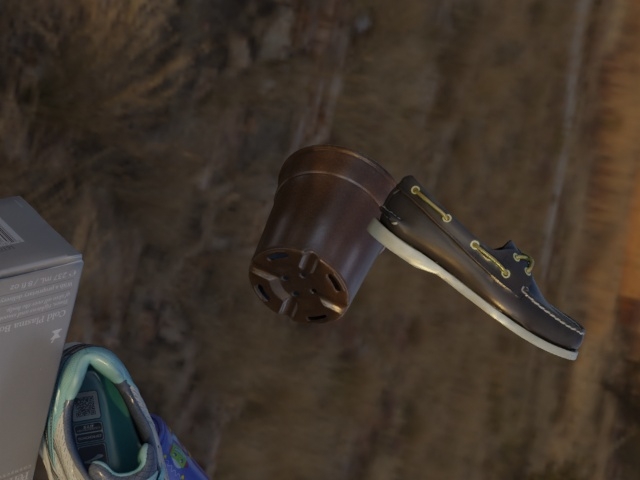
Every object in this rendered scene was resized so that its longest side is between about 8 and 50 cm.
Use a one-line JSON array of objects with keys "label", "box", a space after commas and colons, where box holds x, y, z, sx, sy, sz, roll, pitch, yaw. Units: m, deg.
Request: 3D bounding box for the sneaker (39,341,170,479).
[{"label": "sneaker", "box": [-0.169, 0.217, 1.042, 0.122, 0.110, 0.283, -29, -99, 63]}]

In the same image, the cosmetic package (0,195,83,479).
[{"label": "cosmetic package", "box": [-0.278, 0.094, 0.985, 0.127, 0.107, 0.238, -16, 132, -42]}]

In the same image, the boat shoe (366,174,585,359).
[{"label": "boat shoe", "box": [0.153, 0.026, 1.175, 0.069, 0.227, 0.081, -57, 178, 6]}]

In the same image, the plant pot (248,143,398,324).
[{"label": "plant pot", "box": [0.000, 0.000, 1.523, 0.167, 0.166, 0.165, 86, 21, -43]}]

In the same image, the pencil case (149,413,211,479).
[{"label": "pencil case", "box": [-0.186, 0.372, 1.709, 0.306, 0.133, 0.119, 58, 24, -28]}]
